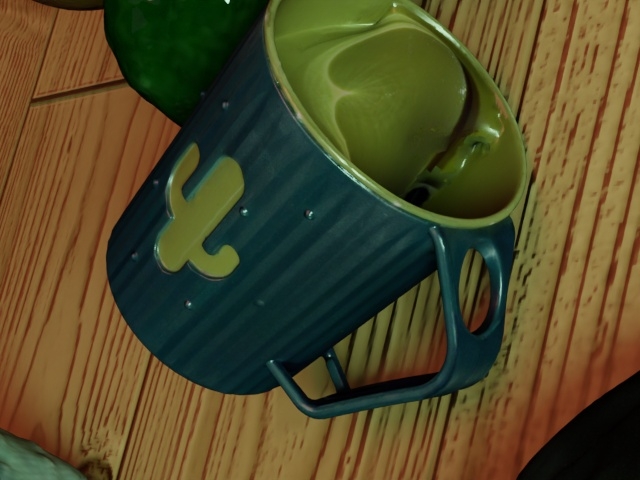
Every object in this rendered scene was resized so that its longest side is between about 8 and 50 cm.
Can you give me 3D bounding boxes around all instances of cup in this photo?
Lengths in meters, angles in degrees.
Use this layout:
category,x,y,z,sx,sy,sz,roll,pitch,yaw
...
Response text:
category,x,y,z,sx,sy,sz,roll,pitch,yaw
cup,0.000,0.000,0.709,0.155,0.131,0.176,-43,65,38

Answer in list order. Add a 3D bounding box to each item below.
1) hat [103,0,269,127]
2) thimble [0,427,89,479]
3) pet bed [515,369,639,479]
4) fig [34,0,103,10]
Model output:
category,x,y,z,sx,sy,sz,roll,pitch,yaw
hat,-0.008,-0.236,0.723,0.285,0.285,0.400,37,105,56
thimble,-0.235,0.190,0.872,0.250,0.172,0.205,-43,36,27
pet bed,0.105,0.096,0.493,0.201,0.053,0.201,-41,13,12
fig,-0.114,-0.234,0.931,0.235,0.214,0.235,-165,90,-87
